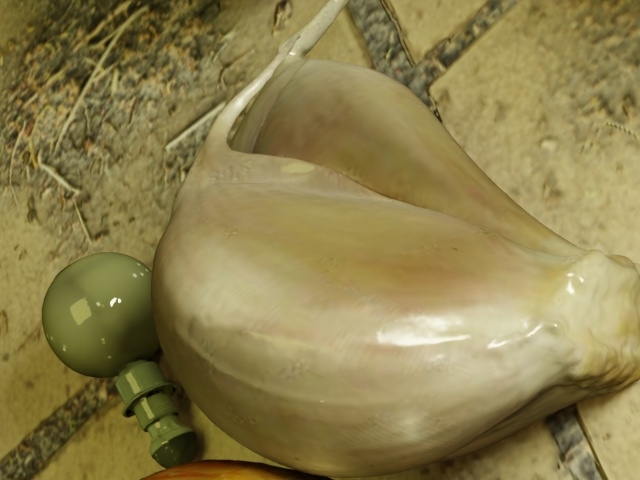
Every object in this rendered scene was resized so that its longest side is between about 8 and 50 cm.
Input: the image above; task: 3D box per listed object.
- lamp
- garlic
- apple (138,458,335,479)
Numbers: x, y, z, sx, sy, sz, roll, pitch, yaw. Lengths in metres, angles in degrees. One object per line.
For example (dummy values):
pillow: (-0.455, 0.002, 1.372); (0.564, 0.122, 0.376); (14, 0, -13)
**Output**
lamp: (-0.133, 0.089, 1.396); (0.091, 0.091, 0.163); (-39, 71, 31)
garlic: (0.000, 0.000, 1.177); (0.246, 0.231, 0.340); (-50, 56, 27)
apple: (-0.039, 0.264, 1.115); (0.309, 0.277, 0.250); (40, 105, 30)
